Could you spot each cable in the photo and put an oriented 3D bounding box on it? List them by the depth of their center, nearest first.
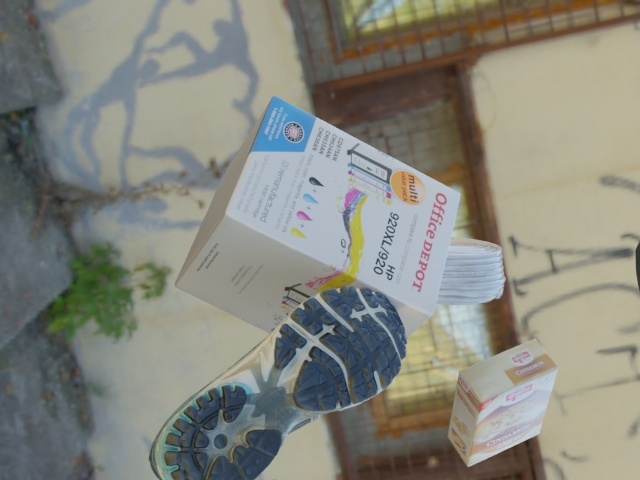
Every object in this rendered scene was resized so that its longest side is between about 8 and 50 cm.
[{"bbox_3d":[0.147,0.040,1.603,0.257,0.257,0.089,-17,111,-80],"label":"cable"}]

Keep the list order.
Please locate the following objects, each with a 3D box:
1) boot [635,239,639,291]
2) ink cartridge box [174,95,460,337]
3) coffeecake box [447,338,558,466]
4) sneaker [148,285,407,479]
[{"bbox_3d":[0.598,-0.041,1.247,0.445,0.367,0.146,-44,149,-48],"label":"boot"},{"bbox_3d":[0.000,0.000,1.138,0.168,0.233,0.171,-49,-162,52],"label":"ink cartridge box"},{"bbox_3d":[0.285,0.257,1.692,0.068,0.142,0.185,56,-23,37],"label":"coffeecake box"},{"bbox_3d":[-0.045,0.133,0.999,0.110,0.283,0.122,61,-29,-2],"label":"sneaker"}]
